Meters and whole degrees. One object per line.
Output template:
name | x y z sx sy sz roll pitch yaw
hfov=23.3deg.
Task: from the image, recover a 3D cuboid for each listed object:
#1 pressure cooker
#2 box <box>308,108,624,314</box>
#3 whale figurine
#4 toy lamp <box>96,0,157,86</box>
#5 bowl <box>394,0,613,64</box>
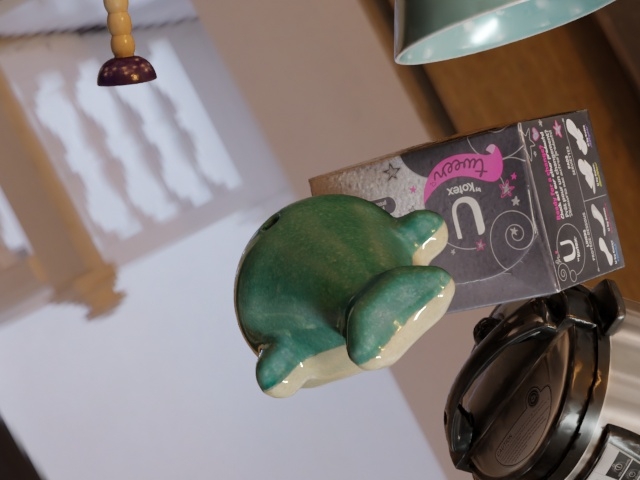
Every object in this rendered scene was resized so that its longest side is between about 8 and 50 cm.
pressure cooker | 0.414 0.260 2.509 0.420 0.370 0.375 18 172 -21
box | 0.135 -0.019 1.474 0.247 0.163 0.142 -13 -178 36
whale figurine | 0.014 0.037 1.317 0.216 0.141 0.272 -43 -168 -9
toy lamp | -0.240 -0.316 1.764 0.080 0.275 0.080 -5 -168 1
bowl | 0.218 -0.345 1.946 0.311 0.163 0.311 -18 177 -1
